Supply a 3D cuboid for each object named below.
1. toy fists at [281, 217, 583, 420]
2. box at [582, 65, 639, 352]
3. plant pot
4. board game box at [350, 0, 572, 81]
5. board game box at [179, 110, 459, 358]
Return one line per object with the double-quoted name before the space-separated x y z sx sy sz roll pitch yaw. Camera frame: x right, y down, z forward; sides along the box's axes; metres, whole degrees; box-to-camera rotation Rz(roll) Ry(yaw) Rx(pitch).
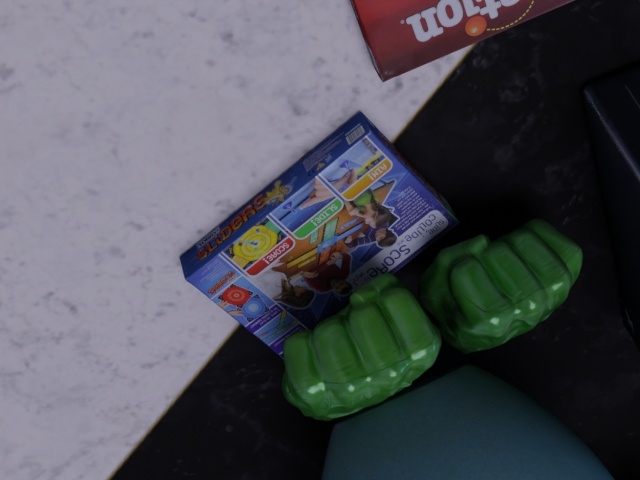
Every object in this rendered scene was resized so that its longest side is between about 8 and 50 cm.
"toy fists" 0.093 0.065 1.157 0.279 0.096 0.142 -23 174 -13
"box" 0.458 -0.027 1.160 0.395 0.212 0.294 -19 130 3
"plant pot" 0.111 0.225 1.218 0.290 0.290 0.195 -25 84 -3
"board game box" 0.153 -0.236 1.041 0.281 0.027 0.145 -24 130 1
"board game box" 0.000 0.000 1.165 0.201 0.035 0.136 -38 127 12
